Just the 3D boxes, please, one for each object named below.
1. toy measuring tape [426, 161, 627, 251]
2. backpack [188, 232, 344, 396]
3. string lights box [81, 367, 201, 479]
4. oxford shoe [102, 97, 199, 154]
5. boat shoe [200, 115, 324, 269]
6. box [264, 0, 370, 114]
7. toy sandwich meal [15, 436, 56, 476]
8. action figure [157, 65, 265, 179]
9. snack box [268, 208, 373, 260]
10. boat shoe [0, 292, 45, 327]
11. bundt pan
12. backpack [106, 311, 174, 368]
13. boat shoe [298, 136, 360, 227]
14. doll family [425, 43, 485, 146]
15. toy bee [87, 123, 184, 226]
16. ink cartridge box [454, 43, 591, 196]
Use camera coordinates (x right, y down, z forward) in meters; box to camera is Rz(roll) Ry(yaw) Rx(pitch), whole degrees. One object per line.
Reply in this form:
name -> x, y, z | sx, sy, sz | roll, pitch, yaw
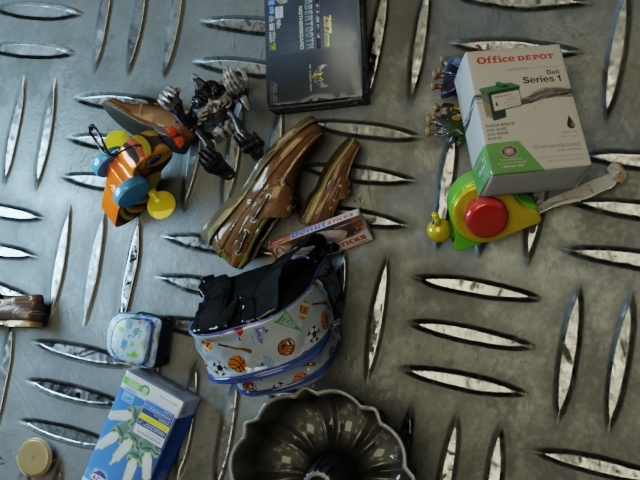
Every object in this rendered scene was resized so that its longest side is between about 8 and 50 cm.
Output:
toy measuring tape -> 0.321, -0.083, 1.408 | 0.330, 0.121, 0.121 | -23, 79, 12
backpack -> -0.092, 0.142, 1.457 | 0.276, 0.263, 0.213 | -21, 98, 17
string lights box -> -0.340, 0.384, 1.622 | 0.133, 0.077, 0.260 | 24, 94, 18
oxford shoe -> -0.326, -0.235, 1.680 | 0.212, 0.076, 0.076 | 24, 67, 18
boat shoe -> -0.081, -0.081, 1.561 | 0.104, 0.110, 0.307 | 45, 109, 12
box -> -0.007, -0.353, 1.572 | 0.183, 0.059, 0.233 | -3, 85, 18
toy sandwich meal -> -0.564, 0.431, 1.724 | 0.085, 0.029, 0.086 | -2, 81, 16
action figure -> -0.188, -0.235, 1.535 | 0.164, 0.141, 0.276 | -27, 45, -2
snack box -> 0.000, 0.000, 1.543 | 0.178, 0.064, 0.022 | -20, 39, 17
boat shoe -> -0.649, 0.140, 1.754 | 0.206, 0.073, 0.073 | -1, 84, 12
bundt pan -> 0.014, 0.408, 1.474 | 0.330, 0.124, 0.331 | -2, 85, 18
backpack -> -0.349, 0.184, 1.638 | 0.114, 0.084, 0.105 | 8, 86, 22
boat shoe -> 0.026, -0.099, 1.547 | 0.060, 0.064, 0.178 | 27, 97, -12
doll family -> 0.248, -0.247, 1.470 | 0.111, 0.076, 0.193 | 4, 84, 24
toy bee -> -0.321, -0.131, 1.589 | 0.162, 0.298, 0.195 | -30, 94, -22
ink cartridge box -> 0.311, -0.189, 1.356 | 0.160, 0.092, 0.219 | -6, 69, -5
